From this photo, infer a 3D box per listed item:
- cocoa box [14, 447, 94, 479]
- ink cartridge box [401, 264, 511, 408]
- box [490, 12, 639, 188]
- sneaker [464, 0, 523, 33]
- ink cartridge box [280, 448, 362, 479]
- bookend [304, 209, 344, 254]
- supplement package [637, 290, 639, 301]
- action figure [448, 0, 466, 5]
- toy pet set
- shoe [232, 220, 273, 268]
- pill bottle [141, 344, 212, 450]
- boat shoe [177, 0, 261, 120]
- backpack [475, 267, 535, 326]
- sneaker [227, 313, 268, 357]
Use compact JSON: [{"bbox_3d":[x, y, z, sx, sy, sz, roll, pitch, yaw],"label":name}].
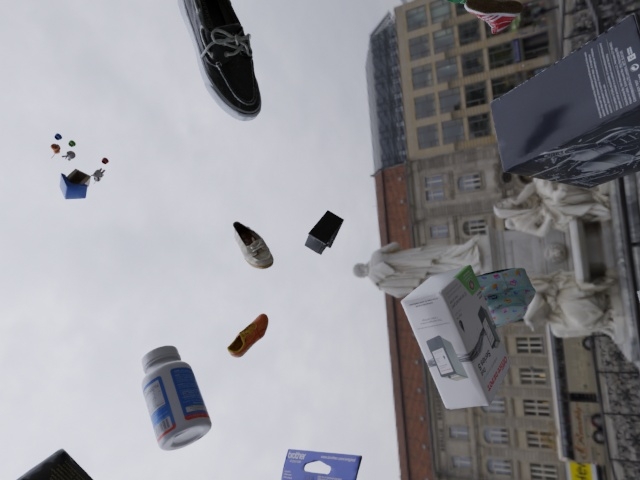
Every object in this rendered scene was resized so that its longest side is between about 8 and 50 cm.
[{"bbox_3d":[-0.360,0.512,0.597,0.347,0.231,0.228,45,178,1],"label":"cocoa box"},{"bbox_3d":[0.326,0.222,1.076,0.198,0.114,0.273,-25,-88,-51],"label":"ink cartridge box"},{"bbox_3d":[0.610,-0.260,0.970,0.343,0.312,0.179,4,-106,-30],"label":"box"},{"bbox_3d":[0.354,-0.474,0.960,0.067,0.118,0.042,109,167,-78],"label":"sneaker"},{"bbox_3d":[-0.015,0.476,0.658,0.065,0.185,0.311,32,-126,-29],"label":"ink cartridge box"},{"bbox_3d":[0.000,0.000,1.630,0.157,0.072,0.156,-51,-10,-46],"label":"bookend"},{"bbox_3d":[0.737,0.184,0.814,0.199,0.198,0.262,57,-147,0],"label":"supplement package"},{"bbox_3d":[0.255,-0.595,1.023,0.232,0.063,0.137,18,-141,-24],"label":"action figure"},{"bbox_3d":[-0.552,-0.153,1.012,0.122,0.114,0.065,27,-140,-10],"label":"toy pet set"},{"bbox_3d":[-0.212,0.012,1.386,0.076,0.219,0.058,-28,-46,-19],"label":"shoe"},{"bbox_3d":[-0.352,0.367,1.086,0.124,0.124,0.221,35,-161,-56],"label":"pill bottle"},{"bbox_3d":[-0.192,-0.402,0.930,0.113,0.105,0.306,-20,-87,-31],"label":"boat shoe"},{"bbox_3d":[0.536,0.166,1.347,0.166,0.188,0.144,69,180,-53],"label":"backpack"},{"bbox_3d":[-0.236,0.314,1.516,0.175,0.064,0.067,-51,-29,-19],"label":"sneaker"}]
